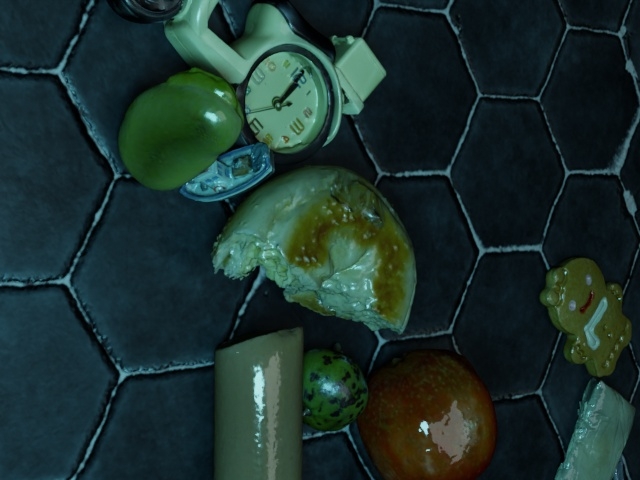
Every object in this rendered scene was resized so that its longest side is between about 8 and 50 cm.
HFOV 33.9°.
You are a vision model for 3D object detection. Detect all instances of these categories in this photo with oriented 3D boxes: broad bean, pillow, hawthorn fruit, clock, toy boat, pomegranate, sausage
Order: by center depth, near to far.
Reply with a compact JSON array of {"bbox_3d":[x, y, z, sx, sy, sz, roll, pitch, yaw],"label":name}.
[{"bbox_3d":[-0.172,-0.136,1.288,0.124,0.174,0.082,56,17,-14],"label":"broad bean"},{"bbox_3d":[-0.126,-0.087,1.351,0.066,0.140,0.059,30,45,-51],"label":"toy boat"},{"bbox_3d":[-0.088,-0.282,1.377,0.276,0.120,0.379,-49,125,-20],"label":"clock"},{"bbox_3d":[-0.083,0.239,1.407,0.123,0.123,0.252,-1,92,-37],"label":"sausage"},{"bbox_3d":[0.014,0.201,1.494,0.122,0.122,0.161,69,28,-19],"label":"pomegranate"},{"bbox_3d":[0.166,0.285,1.536,0.205,0.205,0.253,-19,79,-35],"label":"hawthorn fruit"},{"bbox_3d":[0.497,0.379,1.908,0.148,0.050,0.229,31,78,-28],"label":"pillow"}]

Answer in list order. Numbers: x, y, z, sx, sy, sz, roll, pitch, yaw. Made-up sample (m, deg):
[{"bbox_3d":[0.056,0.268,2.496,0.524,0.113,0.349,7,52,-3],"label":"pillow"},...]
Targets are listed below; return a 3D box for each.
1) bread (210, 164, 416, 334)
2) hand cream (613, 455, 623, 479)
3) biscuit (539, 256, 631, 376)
[{"bbox_3d":[-0.001,-0.005,1.420,0.314,0.171,0.192,22,77,-37],"label":"bread"},{"bbox_3d":[0.562,0.437,1.981,0.030,0.019,0.093,-8,96,-38],"label":"hand cream"},{"bbox_3d":[0.480,0.129,1.880,0.184,0.035,0.249,-50,118,-26],"label":"biscuit"}]
